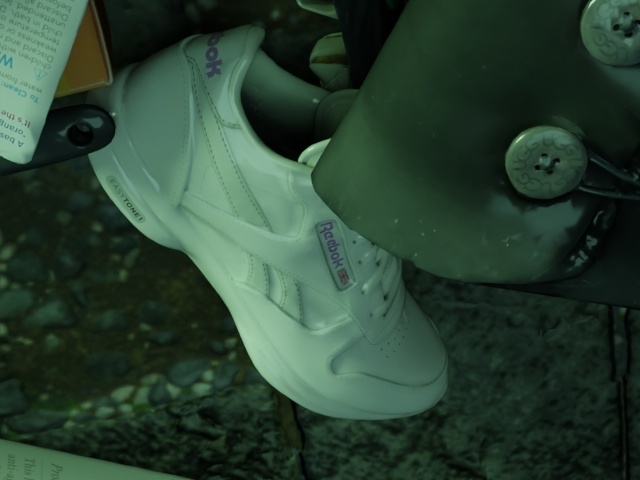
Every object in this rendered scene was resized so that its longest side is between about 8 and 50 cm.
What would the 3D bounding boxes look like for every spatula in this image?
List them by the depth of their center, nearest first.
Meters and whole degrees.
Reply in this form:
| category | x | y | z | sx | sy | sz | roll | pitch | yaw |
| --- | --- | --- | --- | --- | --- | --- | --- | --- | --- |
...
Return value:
| category | x | y | z | sx | sy | sz | roll | pitch | yaw |
| --- | --- | --- | --- | --- | --- | --- | --- | --- | --- |
| spatula | -0.253 | -0.038 | 0.772 | 0.296 | 0.030 | 0.084 | -9 | 123 | 18 |

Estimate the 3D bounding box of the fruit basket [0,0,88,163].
| category | x | y | z | sx | sy | sz | roll | pitch | yaw |
| --- | --- | --- | --- | --- | --- | --- | --- | --- | --- |
| fruit basket | -0.228 | -0.239 | 0.600 | 0.327 | 0.165 | 0.353 | 23 | 127 | -7 |

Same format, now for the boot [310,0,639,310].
| category | x | y | z | sx | sy | sz | roll | pitch | yaw |
| --- | --- | --- | --- | --- | --- | --- | --- | --- | --- |
| boot | 0.096 | -0.189 | 0.595 | 0.367 | 0.146 | 0.445 | 22 | 130 | -5 |

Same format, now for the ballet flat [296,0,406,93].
| category | x | y | z | sx | sy | sz | roll | pitch | yaw |
| --- | --- | --- | --- | --- | --- | --- | --- | --- | --- |
| ballet flat | 0.023 | -0.131 | 0.786 | 0.074 | 0.074 | 0.203 | -16 | 126 | -2 |

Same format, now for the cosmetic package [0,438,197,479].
| category | x | y | z | sx | sy | sz | roll | pitch | yaw |
| --- | --- | --- | --- | --- | --- | --- | --- | --- | --- |
| cosmetic package | -0.300 | 0.230 | 0.826 | 0.453 | 0.230 | 0.161 | 15 | 115 | -17 |

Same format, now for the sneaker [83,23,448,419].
| category | x | y | z | sx | sy | sz | roll | pitch | yaw |
| --- | --- | --- | --- | --- | --- | --- | --- | --- | --- |
| sneaker | 0.000 | 0.000 | 0.798 | 0.152 | 0.114 | 0.305 | -24 | 124 | 32 |

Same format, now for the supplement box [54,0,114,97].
| category | x | y | z | sx | sy | sz | roll | pitch | yaw |
| --- | --- | --- | --- | --- | --- | --- | --- | --- | --- |
| supplement box | -0.236 | -0.106 | 0.740 | 0.233 | 0.078 | 0.080 | -12 | 123 | -3 |
